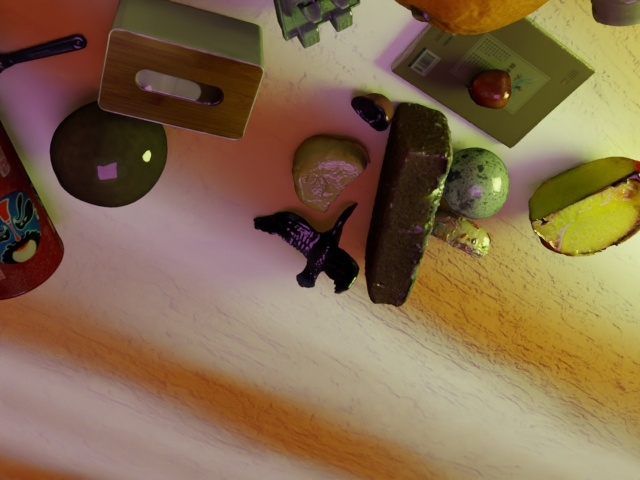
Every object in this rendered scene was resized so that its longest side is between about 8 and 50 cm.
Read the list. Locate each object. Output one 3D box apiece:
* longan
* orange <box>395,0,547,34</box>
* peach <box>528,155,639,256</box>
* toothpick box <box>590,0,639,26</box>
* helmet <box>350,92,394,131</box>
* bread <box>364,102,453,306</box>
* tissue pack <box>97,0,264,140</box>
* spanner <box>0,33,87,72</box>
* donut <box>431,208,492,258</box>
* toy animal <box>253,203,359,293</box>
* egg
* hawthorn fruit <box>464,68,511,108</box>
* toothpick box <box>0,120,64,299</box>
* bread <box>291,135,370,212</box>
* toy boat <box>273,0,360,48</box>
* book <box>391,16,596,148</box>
[{"bbox_3d":[-0.379,-0.156,1.433,0.212,0.198,0.198,-4,134,2],"label":"longan"},{"bbox_3d":[0.210,-0.437,1.114,0.312,0.312,0.312,-2,134,-2],"label":"orange"},{"bbox_3d":[0.553,-0.075,1.599,0.267,0.154,0.159,-30,121,16],"label":"peach"},{"bbox_3d":[0.479,-0.441,1.265,0.111,0.111,0.181,-14,133,9],"label":"toothpick box"},{"bbox_3d":[0.102,-0.246,1.473,0.084,0.049,0.065,44,156,-7],"label":"helmet"},{"bbox_3d":[0.165,-0.058,1.583,0.113,0.165,0.416,7,134,-3],"label":"bread"},{"bbox_3d":[-0.229,-0.293,1.343,0.246,0.136,0.159,11,133,-14],"label":"tissue pack"},{"bbox_3d":[-0.502,-0.322,1.379,0.208,0.012,0.046,-11,133,7],"label":"spanner"},{"bbox_3d":[0.271,-0.023,1.639,0.108,0.166,0.065,27,96,-19],"label":"donut"},{"bbox_3d":[0.004,0.003,1.675,0.272,0.197,0.160,36,157,20],"label":"toy animal"},{"bbox_3d":[0.302,-0.107,1.566,0.132,0.132,0.172,-17,148,12],"label":"egg"},{"bbox_3d":[0.302,-0.267,1.424,0.077,0.077,0.077,-2,134,-2],"label":"hawthorn fruit"},{"bbox_3d":[-0.630,-0.071,1.485,0.204,0.204,0.333,-8,134,4],"label":"toothpick box"},{"bbox_3d":[0.008,-0.137,1.550,0.125,0.086,0.156,37,119,-21],"label":"bread"},{"bbox_3d":[-0.006,-0.392,1.192,0.141,0.092,0.319,-27,169,-3],"label":"toy boat"},{"bbox_3d":[0.312,-0.308,1.446,0.310,0.021,0.217,27,126,-27],"label":"book"}]
